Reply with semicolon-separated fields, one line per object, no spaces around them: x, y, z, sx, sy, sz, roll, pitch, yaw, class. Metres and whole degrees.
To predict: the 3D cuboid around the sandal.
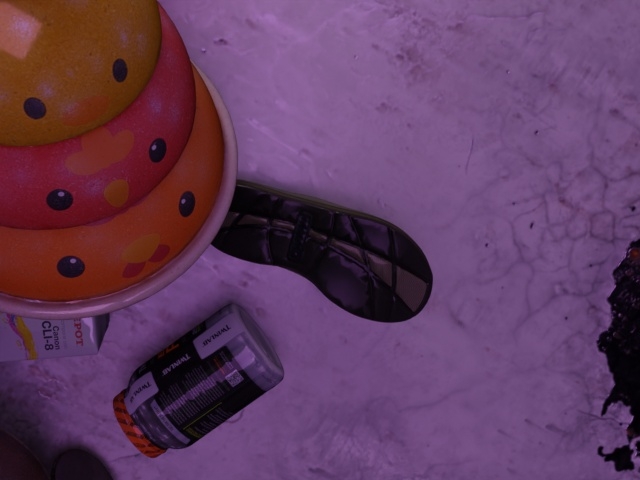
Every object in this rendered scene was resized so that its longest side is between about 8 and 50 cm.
-0.001;-0.002;0.972;0.302;0.086;0.120;25;105;2;sandal

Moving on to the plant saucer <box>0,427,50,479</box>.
-0.473;0.320;0.914;0.310;0.050;0.311;-5;123;-8;plant saucer

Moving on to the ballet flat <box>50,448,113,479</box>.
-0.284;0.380;1.031;0.084;0.058;0.250;-41;113;-43;ballet flat

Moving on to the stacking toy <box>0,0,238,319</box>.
-0.242;-0.155;0.653;0.350;0.480;0.351;2;69;-6;stacking toy

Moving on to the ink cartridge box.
-0.338;0.058;0.908;0.176;0.127;0.128;-4;104;-8;ink cartridge box

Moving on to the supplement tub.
-0.150;0.174;0.970;0.190;0.117;0.117;-35;106;0;supplement tub
